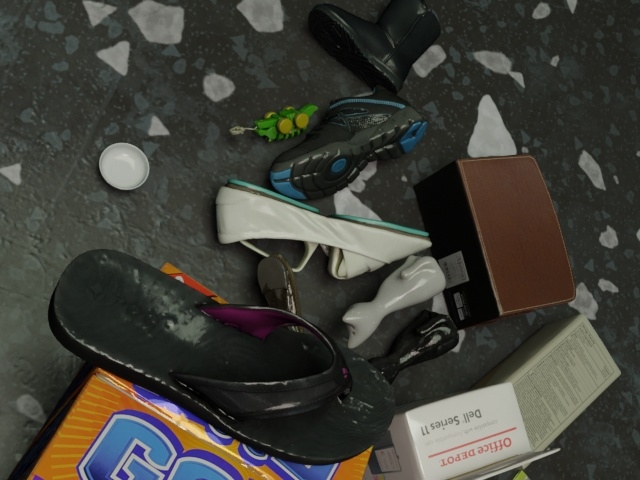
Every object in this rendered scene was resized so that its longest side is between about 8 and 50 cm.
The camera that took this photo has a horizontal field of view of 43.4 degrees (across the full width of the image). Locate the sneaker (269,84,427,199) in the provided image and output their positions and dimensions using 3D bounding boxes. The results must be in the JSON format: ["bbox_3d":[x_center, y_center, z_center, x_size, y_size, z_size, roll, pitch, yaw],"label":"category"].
[{"bbox_3d":[0.035,-0.186,1.518,0.340,0.125,0.140,-25,61,-28],"label":"sneaker"}]

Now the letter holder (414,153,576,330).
[{"bbox_3d":[0.344,0.000,1.566,0.214,0.152,0.302,-8,78,-29],"label":"letter holder"}]

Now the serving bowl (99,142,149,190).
[{"bbox_3d":[-0.333,-0.121,1.358,0.083,0.027,0.084,7,71,-22],"label":"serving bowl"}]

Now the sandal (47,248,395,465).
[{"bbox_3d":[-0.090,0.137,0.929,0.445,0.107,0.168,24,51,-20],"label":"sandal"}]

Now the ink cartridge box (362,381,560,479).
[{"bbox_3d":[0.182,0.312,1.275,0.207,0.353,0.119,-10,79,-27],"label":"ink cartridge box"}]

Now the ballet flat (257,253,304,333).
[{"bbox_3d":[-0.060,0.146,1.365,0.058,0.084,0.250,-10,91,-67],"label":"ballet flat"}]

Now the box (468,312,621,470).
[{"bbox_3d":[0.407,0.284,1.521,0.311,0.121,0.148,-31,88,-29],"label":"box"}]

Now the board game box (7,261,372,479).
[{"bbox_3d":[-0.196,0.325,1.057,0.356,0.356,0.356,35,49,-12],"label":"board game box"}]

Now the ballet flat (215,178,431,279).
[{"bbox_3d":[0.000,0.000,1.433,0.400,0.139,0.139,14,69,-16],"label":"ballet flat"}]

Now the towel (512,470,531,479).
[{"bbox_3d":[0.391,0.482,1.516,0.083,0.009,0.060,48,62,-5],"label":"towel"}]

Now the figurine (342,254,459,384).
[{"bbox_3d":[0.131,0.155,1.413,0.209,0.092,0.215,-35,126,-23],"label":"figurine"}]

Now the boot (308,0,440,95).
[{"bbox_3d":[0.114,-0.437,1.623,0.246,0.094,0.207,39,66,-17],"label":"boot"}]

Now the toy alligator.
[{"bbox_3d":[-0.084,-0.206,1.490,0.189,0.056,0.051,-23,125,-29],"label":"toy alligator"}]
